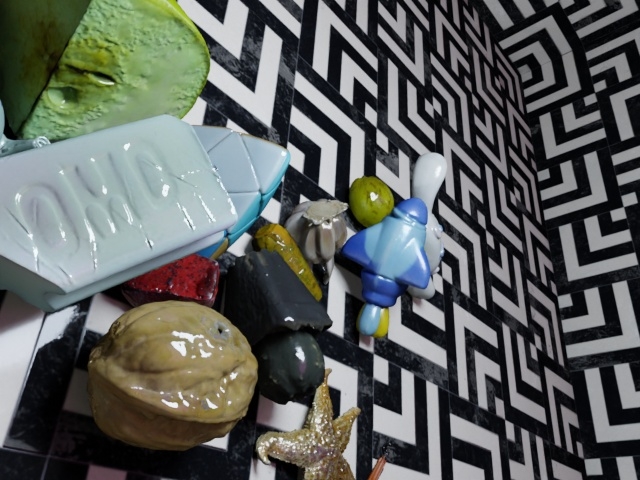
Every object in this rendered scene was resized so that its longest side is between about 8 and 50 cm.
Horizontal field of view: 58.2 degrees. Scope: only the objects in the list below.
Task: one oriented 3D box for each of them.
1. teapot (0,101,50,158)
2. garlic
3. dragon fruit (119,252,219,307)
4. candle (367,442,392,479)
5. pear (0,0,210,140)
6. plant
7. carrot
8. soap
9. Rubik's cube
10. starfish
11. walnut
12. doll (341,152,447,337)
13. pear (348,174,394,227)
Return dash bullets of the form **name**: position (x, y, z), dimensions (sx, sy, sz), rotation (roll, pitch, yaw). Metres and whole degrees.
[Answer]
- **teapot**: position (-0.433, -0.150, 0.645), dimensions (0.232, 0.159, 0.159), rotation (35, 47, -38)
- **garlic**: position (0.000, 0.000, 1.183), dimensions (0.131, 0.127, 0.194), rotation (-45, 138, -33)
- **dragon fruit**: position (-0.223, 0.069, 0.865), dimensions (0.147, 0.096, 0.102), rotation (16, 55, 0)
- **candle**: position (0.109, 0.469, 1.155), dimensions (0.167, 0.021, 0.026), rotation (-43, 134, -54)
- **pear**: position (-0.289, -0.271, 0.809), dimensions (0.281, 0.286, 0.176), rotation (-5, 58, -53)
- **plant**: position (-0.079, 0.143, 0.957), dimensions (0.142, 0.164, 0.256), rotation (10, 50, -54)
- **carrot**: position (-0.065, 0.050, 1.087), dimensions (0.173, 0.082, 0.082), rotation (63, 35, -20)
- **soap**: position (-0.267, -0.035, 0.690), dimensions (0.289, 0.095, 0.173), rotation (-24, 82, -31)
- **Rubik's cube**: position (-0.143, -0.067, 0.922), dimensions (0.254, 0.254, 0.254), rotation (28, 52, -43)
- **starfish**: position (0.016, 0.384, 1.042), dimensions (0.299, 0.060, 0.302), rotation (48, 40, -23)
- **walnut**: position (-0.192, 0.176, 0.762), dimensions (0.245, 0.198, 0.198), rotation (19, 58, -48)
- **doll**: position (0.194, 0.032, 1.297), dimensions (0.365, 0.187, 0.376), rotation (-39, 118, -49)
- **pear**: position (0.122, -0.093, 1.379), dimensions (0.107, 0.107, 0.131), rotation (-21, 100, -54)
